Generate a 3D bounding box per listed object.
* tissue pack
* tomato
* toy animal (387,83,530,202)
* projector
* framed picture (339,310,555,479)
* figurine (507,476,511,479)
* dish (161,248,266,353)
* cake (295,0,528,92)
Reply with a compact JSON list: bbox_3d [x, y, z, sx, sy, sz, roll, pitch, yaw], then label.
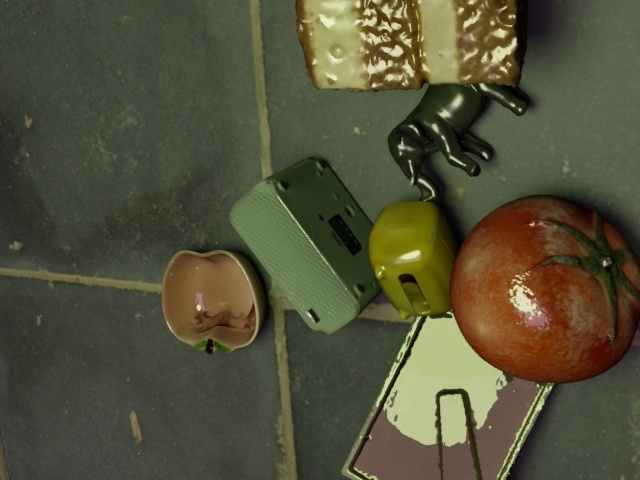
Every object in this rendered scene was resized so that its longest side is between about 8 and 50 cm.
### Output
[{"bbox_3d":[0.148,0.037,1.185,0.123,0.127,0.178,-6,139,26],"label":"tissue pack"},{"bbox_3d":[0.305,0.073,1.083,0.265,0.265,0.265,8,109,23],"label":"tomato"},{"bbox_3d":[0.197,-0.169,1.153,0.146,0.114,0.245,35,96,5],"label":"toy animal"},{"bbox_3d":[0.000,0.000,1.238,0.108,0.198,0.250,-38,89,30],"label":"projector"},{"bbox_3d":[0.209,0.286,1.251,0.247,0.022,0.335,26,92,18],"label":"framed picture"},{"bbox_3d":[0.282,0.442,1.293,0.102,0.111,0.195,-16,100,32],"label":"figurine"},{"bbox_3d":[-0.184,0.102,1.422,0.213,0.090,0.213,7,106,24],"label":"dish"},{"bbox_3d":[0.125,-0.344,1.005,0.290,0.256,0.282,-2,116,19],"label":"cake"}]
